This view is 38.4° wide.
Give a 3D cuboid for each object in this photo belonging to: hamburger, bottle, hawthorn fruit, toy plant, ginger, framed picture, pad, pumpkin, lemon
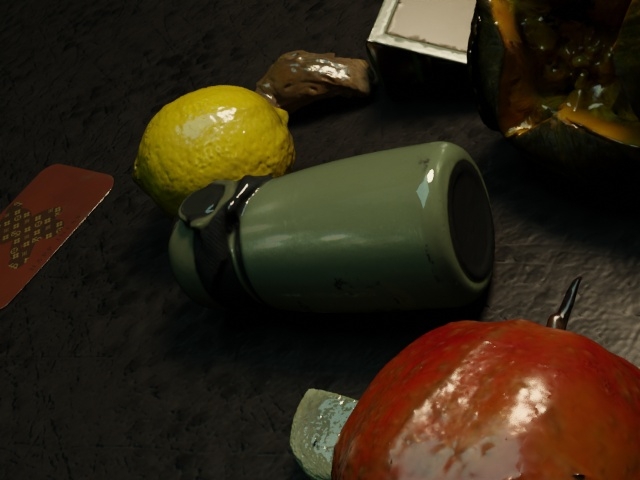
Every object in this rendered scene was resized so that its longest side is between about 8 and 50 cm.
[{"bbox_3d":[0.025,0.195,0.850,0.121,0.054,0.084,11,53,27],"label":"hamburger"},{"bbox_3d":[-0.001,-0.001,0.976,0.346,0.168,0.168,-7,46,28],"label":"bottle"},{"bbox_3d":[0.142,0.149,0.673,0.254,0.254,0.300,10,66,36],"label":"hawthorn fruit"},{"bbox_3d":[0.145,-0.262,1.208,0.162,0.093,0.093,-26,41,4],"label":"toy plant"},{"bbox_3d":[-0.067,-0.187,1.257,0.290,0.084,0.122,-24,37,5],"label":"ginger"},{"bbox_3d":[0.232,-0.300,1.152,0.293,0.018,0.231,17,67,12],"label":"framed picture"},{"bbox_3d":[-0.430,-0.012,1.345,0.181,0.004,0.267,14,56,37],"label":"pad"},{"bbox_3d":[0.292,-0.205,0.916,0.192,0.321,0.320,-22,35,-31],"label":"pumpkin"},{"bbox_3d":[-0.129,-0.102,1.141,0.193,0.181,0.180,-25,37,-27],"label":"lemon"}]
